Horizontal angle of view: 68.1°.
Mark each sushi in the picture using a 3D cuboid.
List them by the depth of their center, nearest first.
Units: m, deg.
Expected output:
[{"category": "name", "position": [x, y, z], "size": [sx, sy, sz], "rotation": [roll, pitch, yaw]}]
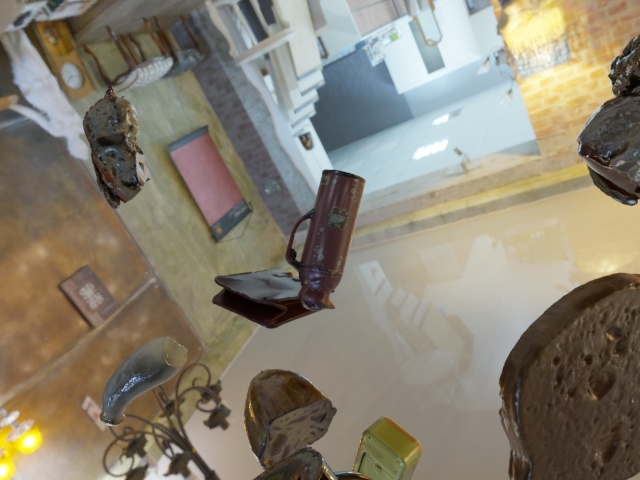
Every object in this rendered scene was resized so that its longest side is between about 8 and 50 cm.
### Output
[{"category": "sushi", "position": [-0.536, -0.245, 1.260], "size": [0.130, 0.332, 0.124], "rotation": [-18, 171, -3]}]

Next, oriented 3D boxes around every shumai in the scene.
[{"category": "shumai", "position": [0.378, -0.109, 0.454], "size": [0.184, 0.185, 0.218], "rotation": [8, -174, -41]}]

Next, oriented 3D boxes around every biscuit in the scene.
[{"category": "biscuit", "position": [0.323, 0.167, 0.547], "size": [0.273, 0.257, 0.049], "rotation": [-16, -165, -15]}]

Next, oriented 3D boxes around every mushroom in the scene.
[{"category": "mushroom", "position": [-0.465, 0.350, 1.185], "size": [0.270, 0.118, 0.103], "rotation": [-41, -154, 3]}]

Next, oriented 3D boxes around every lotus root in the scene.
[{"category": "lotus root", "position": [-0.094, 0.399, 1.105], "size": [0.188, 0.199, 0.180], "rotation": [-5, -152, -37]}]

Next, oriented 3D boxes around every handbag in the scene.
[{"category": "handbag", "position": [-0.136, 0.153, 1.352], "size": [0.260, 0.084, 0.276], "rotation": [14, -166, 39]}]

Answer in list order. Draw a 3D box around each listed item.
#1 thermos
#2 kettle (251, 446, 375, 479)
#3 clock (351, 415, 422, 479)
[{"category": "thermos", "position": [0.007, 0.001, 1.121], "size": [0.110, 0.136, 0.330], "rotation": [10, -94, 51]}, {"category": "kettle", "position": [0.019, 0.313, 0.415], "size": [0.144, 0.232, 0.202], "rotation": [-35, 180, 35]}, {"category": "clock", "position": [0.168, 0.574, 1.229], "size": [0.096, 0.202, 0.143], "rotation": [-19, -140, -41]}]
